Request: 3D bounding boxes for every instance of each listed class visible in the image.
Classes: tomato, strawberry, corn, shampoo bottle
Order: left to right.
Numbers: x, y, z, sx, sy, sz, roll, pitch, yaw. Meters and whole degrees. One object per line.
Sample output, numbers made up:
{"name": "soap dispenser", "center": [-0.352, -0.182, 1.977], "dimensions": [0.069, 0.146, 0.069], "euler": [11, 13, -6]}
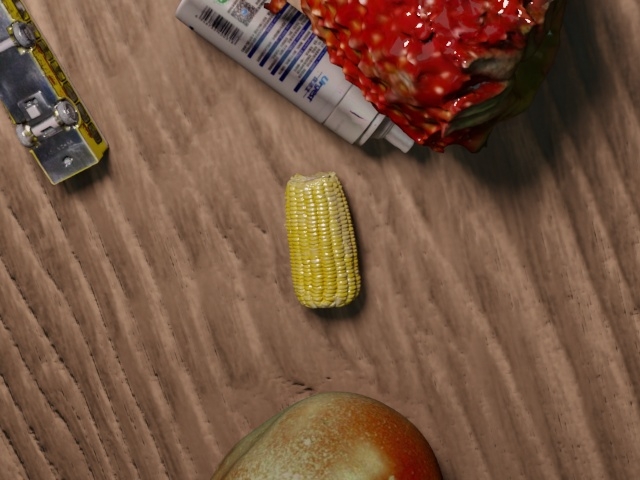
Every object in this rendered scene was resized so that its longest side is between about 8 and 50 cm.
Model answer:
{"name": "shampoo bottle", "center": [-0.017, -0.200, 1.552], "dimensions": [0.303, 0.092, 0.092], "euler": [35, 111, -6]}
{"name": "tomato", "center": [-0.008, 0.324, 1.660], "dimensions": [0.303, 0.303, 0.239], "euler": [-37, 85, 19]}
{"name": "corn", "center": [0.000, 0.000, 1.638], "dimensions": [0.085, 0.063, 0.165], "euler": [1, 110, 34]}
{"name": "strawberry", "center": [0.089, -0.259, 1.439], "dimensions": [0.343, 0.292, 0.292], "euler": [28, 113, 17]}

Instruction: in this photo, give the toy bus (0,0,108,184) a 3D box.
{"name": "toy bus", "center": [-0.337, -0.182, 1.617], "dimensions": [0.081, 0.074, 0.226], "euler": [-26, 104, 18]}
